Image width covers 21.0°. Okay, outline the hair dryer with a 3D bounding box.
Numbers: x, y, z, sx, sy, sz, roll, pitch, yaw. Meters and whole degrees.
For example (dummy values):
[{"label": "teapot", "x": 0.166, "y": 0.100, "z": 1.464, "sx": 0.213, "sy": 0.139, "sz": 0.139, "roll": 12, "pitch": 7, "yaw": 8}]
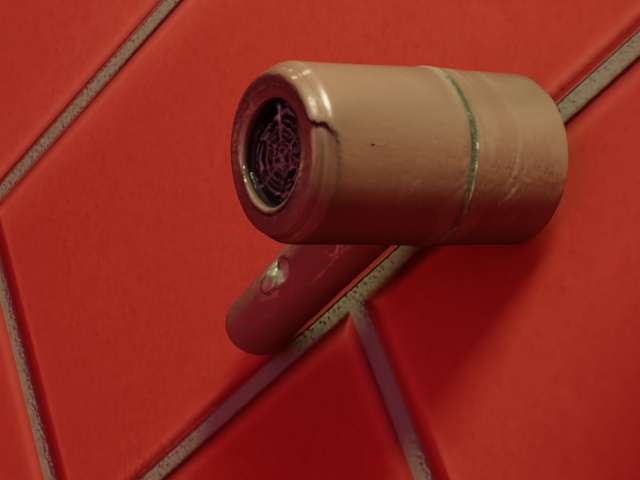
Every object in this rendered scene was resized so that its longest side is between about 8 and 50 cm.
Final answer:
[{"label": "hair dryer", "x": 0.000, "y": 0.000, "z": 1.275, "sx": 0.352, "sy": 0.210, "sz": 0.125, "roll": -48, "pitch": 52, "yaw": 46}]
